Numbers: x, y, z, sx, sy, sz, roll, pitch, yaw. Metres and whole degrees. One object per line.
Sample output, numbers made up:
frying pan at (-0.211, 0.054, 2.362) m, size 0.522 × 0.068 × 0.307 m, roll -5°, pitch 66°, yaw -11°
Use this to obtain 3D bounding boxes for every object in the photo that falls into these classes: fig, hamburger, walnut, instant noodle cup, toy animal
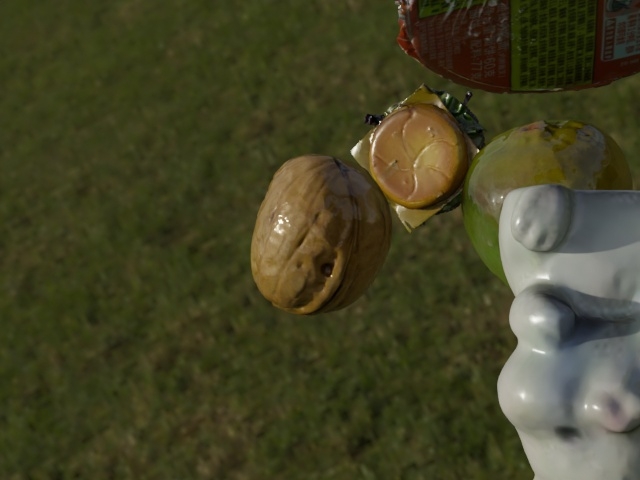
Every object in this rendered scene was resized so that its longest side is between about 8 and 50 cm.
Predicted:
fig at (0.266, -0.032, 1.952) m, size 0.207 × 0.230 × 0.207 m, roll 0°, pitch 40°, yaw 0°
hamburger at (0.135, -0.107, 2.124) m, size 0.189 × 0.164 × 0.093 m, roll -28°, pitch -7°, yaw 21°
walnut at (0.000, 0.000, 1.693) m, size 0.144 × 0.144 × 0.180 m, roll -97°, pitch 29°, yaw -64°
instant noodle cup at (0.109, -0.211, 0.813) m, size 0.193 × 0.193 × 0.212 m, roll -20°, pitch 60°, yaw 13°
toy animal at (0.250, 0.127, 1.456) m, size 0.196 × 0.367 × 0.241 m, roll -1°, pitch -13°, yaw 4°
